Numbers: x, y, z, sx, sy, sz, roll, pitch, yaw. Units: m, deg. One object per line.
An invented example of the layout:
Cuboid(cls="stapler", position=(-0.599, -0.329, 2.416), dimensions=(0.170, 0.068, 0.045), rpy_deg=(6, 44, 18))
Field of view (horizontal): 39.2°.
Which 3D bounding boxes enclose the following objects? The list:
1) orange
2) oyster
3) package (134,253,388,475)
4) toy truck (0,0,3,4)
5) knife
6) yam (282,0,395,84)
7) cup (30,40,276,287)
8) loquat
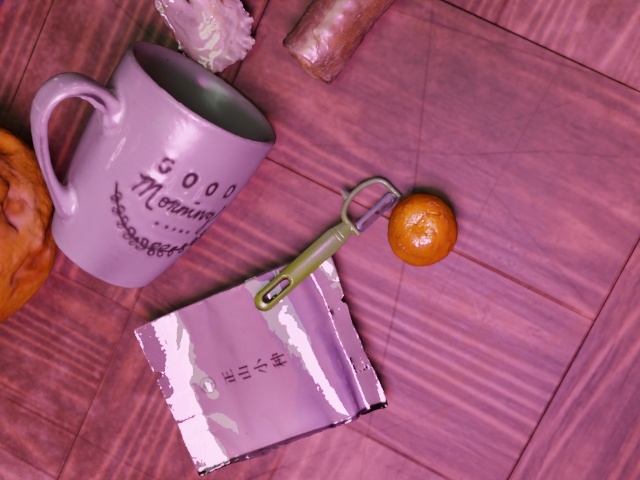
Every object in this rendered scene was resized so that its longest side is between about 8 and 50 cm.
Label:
Cuboid(cls="orange", position=(0.115, -0.012, 1.014), dimensions=(0.083, 0.070, 0.083), rpy_deg=(-2, 84, 15))
Cuboid(cls="oyster", position=(-0.142, -0.261, 1.047), dimensions=(0.146, 0.045, 0.122), rpy_deg=(19, 96, 1))
Cuboid(cls="package", position=(-0.068, 0.147, 1.065), dimensions=(0.250, 0.062, 0.204), rpy_deg=(-22, 92, 8))
Cuboid(cls="toy truck", position=(-0.433, -0.337, 1.073), dimensions=(0.092, 0.083, 0.192), rpy_deg=(10, 97, 4))
Cuboid(cls="knife", position=(0.000, 0.000, 1.028), dimensions=(0.212, 0.015, 0.054), rpy_deg=(-43, 90, -9))
Cuboid(cls="yam", position=(0.089, -0.329, 0.984), dimensions=(0.081, 0.081, 0.357), rpy_deg=(39, 100, 4))
Cuboid(cls="cup", position=(-0.213, -0.083, 0.981), dimensions=(0.234, 0.258, 0.186), rpy_deg=(-52, 49, 17))
Cuboid(cls="loquat", position=(-0.450, -0.023, 1.025), dimensions=(0.283, 0.276, 0.276), rpy_deg=(9, 98, 30))
